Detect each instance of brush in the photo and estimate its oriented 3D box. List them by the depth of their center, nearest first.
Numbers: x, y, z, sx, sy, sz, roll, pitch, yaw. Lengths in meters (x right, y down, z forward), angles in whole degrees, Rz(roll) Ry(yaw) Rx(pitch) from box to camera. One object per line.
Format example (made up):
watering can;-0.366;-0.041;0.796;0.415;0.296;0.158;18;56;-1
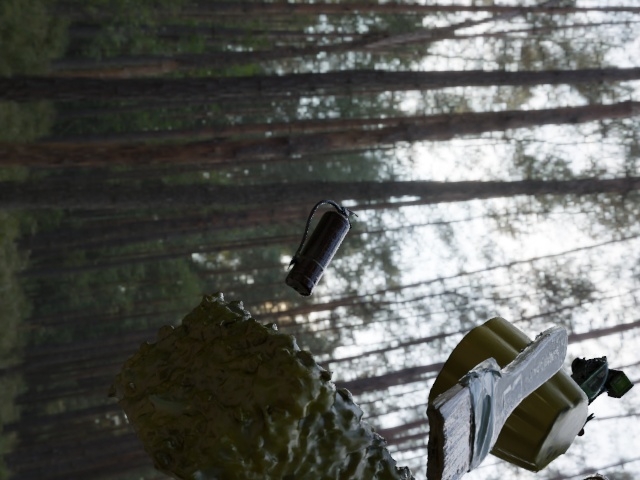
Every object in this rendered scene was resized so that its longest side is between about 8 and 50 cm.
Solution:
brush;0.164;0.124;0.709;0.020;0.336;0.085;5;-79;30

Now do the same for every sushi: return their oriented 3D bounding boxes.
sushi;-0.081;0.267;1.133;0.351;0.240;0.396;28;-21;55

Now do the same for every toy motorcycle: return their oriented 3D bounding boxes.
toy motorcycle;0.442;0.266;1.417;0.100;0.173;0.058;53;-13;-4

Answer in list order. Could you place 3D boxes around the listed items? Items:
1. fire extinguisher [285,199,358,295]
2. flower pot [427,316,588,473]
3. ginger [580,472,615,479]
fire extinguisher;0.000;0.000;1.186;0.045;0.157;0.078;2;-38;44
flower pot;0.287;0.239;1.235;0.179;0.195;0.195;35;-50;37
ginger;0.443;0.557;1.407;0.274;0.152;0.357;-156;-102;-89
